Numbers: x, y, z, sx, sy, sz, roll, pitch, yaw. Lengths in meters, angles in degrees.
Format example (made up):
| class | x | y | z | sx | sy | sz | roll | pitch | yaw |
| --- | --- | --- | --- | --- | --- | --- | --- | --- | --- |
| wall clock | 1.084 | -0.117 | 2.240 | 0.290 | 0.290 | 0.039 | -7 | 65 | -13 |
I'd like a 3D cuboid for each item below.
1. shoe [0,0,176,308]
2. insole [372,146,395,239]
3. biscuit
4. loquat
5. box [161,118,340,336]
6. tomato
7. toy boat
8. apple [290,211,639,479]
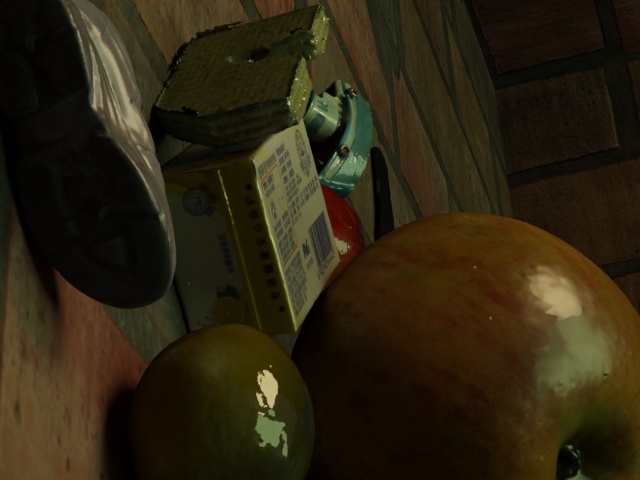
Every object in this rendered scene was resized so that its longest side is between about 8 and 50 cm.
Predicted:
| class | x | y | z | sx | sy | sz | roll | pitch | yaw |
| --- | --- | --- | --- | --- | --- | --- | --- | --- | --- |
| shoe | -0.162 | -0.072 | 1.257 | 0.137 | 0.095 | 0.245 | -40 | 110 | -73 |
| insole | 0.094 | -0.015 | 2.547 | 0.110 | 0.012 | 0.309 | 61 | 20 | -49 |
| biscuit | -0.071 | -0.149 | 1.613 | 0.250 | 0.147 | 0.046 | -77 | 150 | -63 |
| loquat | -0.075 | 0.142 | 1.330 | 0.195 | 0.152 | 0.152 | -100 | 170 | -53 |
| box | -0.064 | -0.016 | 1.628 | 0.265 | 0.097 | 0.168 | -60 | 136 | -73 |
| tomato | 0.000 | 0.000 | 1.922 | 0.139 | 0.091 | 0.159 | -83 | 155 | -61 |
| toy boat | -0.002 | -0.128 | 2.112 | 0.102 | 0.088 | 0.215 | 32 | 34 | -22 |
| apple | 0.157 | 0.174 | 1.721 | 0.400 | 0.333 | 0.400 | -40 | 148 | -32 |
